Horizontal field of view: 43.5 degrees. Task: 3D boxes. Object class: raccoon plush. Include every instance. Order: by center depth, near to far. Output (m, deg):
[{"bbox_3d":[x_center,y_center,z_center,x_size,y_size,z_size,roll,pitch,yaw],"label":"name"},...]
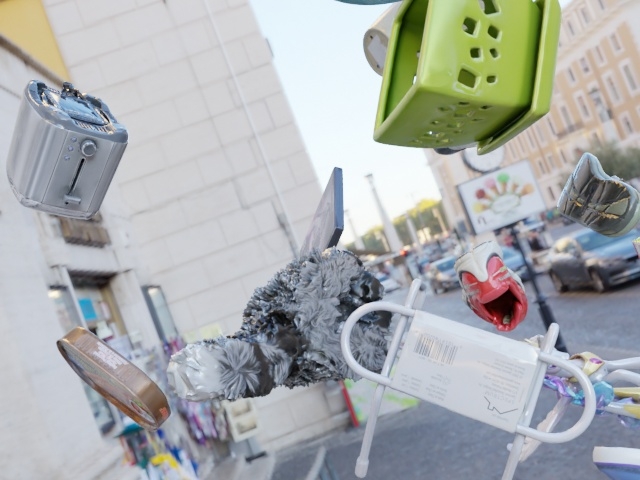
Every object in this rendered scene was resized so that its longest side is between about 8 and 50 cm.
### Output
[{"bbox_3d":[-0.104,0.144,1.268,0.446,0.216,0.299,0,-15,-39],"label":"raccoon plush"}]

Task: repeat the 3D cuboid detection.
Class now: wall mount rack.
[{"bbox_3d":[0.188,0.230,1.124,0.350,0.304,0.130,18,-6,16],"label":"wall mount rack"}]

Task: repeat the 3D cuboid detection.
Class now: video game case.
[{"bbox_3d":[0.000,0.000,1.771,0.026,0.196,0.274,11,-46,-11],"label":"video game case"}]

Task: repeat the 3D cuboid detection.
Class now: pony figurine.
[{"bbox_3d":[0.579,0.331,1.823,0.364,0.302,0.351,9,-38,-2],"label":"pony figurine"}]

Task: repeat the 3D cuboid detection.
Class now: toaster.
[{"bbox_3d":[-0.363,-0.128,1.121,0.129,0.146,0.227,13,18,-37],"label":"toaster"}]

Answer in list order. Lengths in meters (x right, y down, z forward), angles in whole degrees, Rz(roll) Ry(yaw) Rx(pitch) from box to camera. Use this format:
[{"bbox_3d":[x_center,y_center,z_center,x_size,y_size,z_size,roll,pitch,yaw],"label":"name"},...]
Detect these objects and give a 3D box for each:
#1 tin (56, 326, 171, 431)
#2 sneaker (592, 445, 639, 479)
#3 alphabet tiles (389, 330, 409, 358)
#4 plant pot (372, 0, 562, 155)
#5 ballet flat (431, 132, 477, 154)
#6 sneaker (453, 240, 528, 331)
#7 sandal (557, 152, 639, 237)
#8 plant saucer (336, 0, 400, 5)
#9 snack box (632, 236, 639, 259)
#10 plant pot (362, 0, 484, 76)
[{"bbox_3d":[-0.276,0.183,1.069,0.040,0.190,0.106,-47,-25,-27],"label":"tin"},{"bbox_3d":[0.631,0.529,1.475,0.323,0.236,0.130,22,-20,-17],"label":"sneaker"},{"bbox_3d":[0.287,0.284,1.893,0.198,0.237,0.009,-15,-50,-52],"label":"alphabet tiles"},{"bbox_3d":[0.216,-0.254,1.168,0.207,0.227,0.228,13,-14,-10],"label":"plant pot"},{"bbox_3d":[0.287,-0.246,1.556,0.095,0.096,0.280,6,-41,-13],"label":"ballet flat"},{"bbox_3d":[0.298,0.107,1.357,0.107,0.118,0.279,-30,-32,13],"label":"sneaker"},{"bbox_3d":[0.508,-0.068,1.441,0.303,0.086,0.120,-95,28,-68],"label":"sandal"},{"bbox_3d":[0.110,-0.559,1.528,0.318,0.043,0.317,-4,-19,-1],"label":"plant saucer"},{"bbox_3d":[0.300,-0.006,0.544,0.100,0.037,0.141,-31,11,-13],"label":"snack box"},{"bbox_3d":[0.248,-0.513,1.995,0.274,0.256,0.256,-30,1,-24],"label":"plant pot"}]
